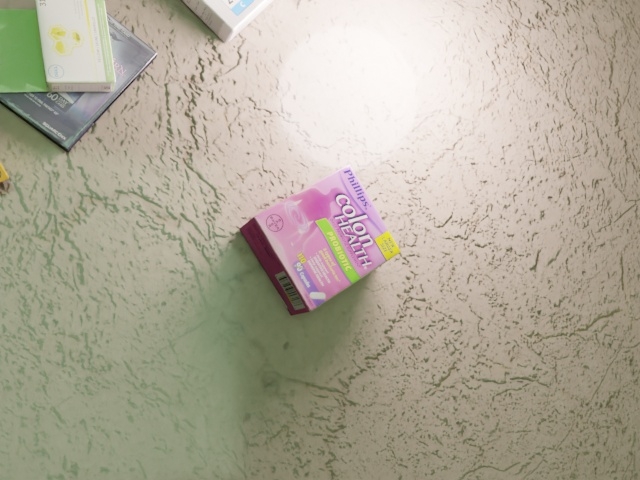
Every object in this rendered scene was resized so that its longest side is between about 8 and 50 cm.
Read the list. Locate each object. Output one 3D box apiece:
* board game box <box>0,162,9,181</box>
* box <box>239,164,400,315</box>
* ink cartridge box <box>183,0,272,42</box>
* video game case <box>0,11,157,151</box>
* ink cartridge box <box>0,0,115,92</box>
[{"bbox_3d":[-0.691,-0.128,0.886,0.317,0.242,0.064,-33,53,-23],"label":"board game box"},{"bbox_3d":[0.000,0.000,1.195,0.243,0.117,0.213,-31,92,-25],"label":"box"},{"bbox_3d":[-0.202,-0.621,1.267,0.261,0.066,0.296,42,67,-10],"label":"ink cartridge box"},{"bbox_3d":[-0.479,-0.332,1.120,0.196,0.026,0.274,38,69,-11],"label":"video game case"},{"bbox_3d":[-0.512,-0.360,1.070,0.235,0.056,0.170,-7,83,-25],"label":"ink cartridge box"}]
